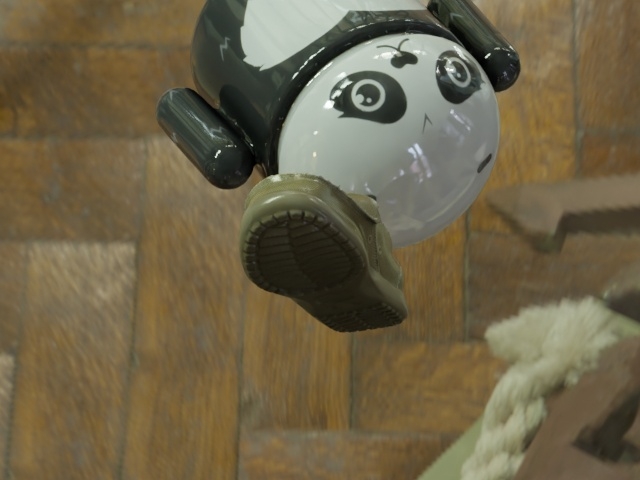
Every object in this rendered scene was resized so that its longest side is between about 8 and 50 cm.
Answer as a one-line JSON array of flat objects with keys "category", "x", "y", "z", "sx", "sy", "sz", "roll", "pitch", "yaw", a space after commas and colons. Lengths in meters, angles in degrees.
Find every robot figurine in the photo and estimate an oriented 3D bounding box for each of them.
[{"category": "robot figurine", "x": 0.011, "y": -0.115, "z": 1.237, "sx": 0.209, "sy": 0.173, "sz": 0.278, "roll": -49, "pitch": 45, "yaw": 11}]

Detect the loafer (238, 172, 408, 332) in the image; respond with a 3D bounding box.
[{"category": "loafer", "x": 0.000, "y": 0.000, "z": 0.774, "sx": 0.056, "sy": 0.148, "sz": 0.050, "roll": -12, "pitch": 66, "yaw": 12}]
